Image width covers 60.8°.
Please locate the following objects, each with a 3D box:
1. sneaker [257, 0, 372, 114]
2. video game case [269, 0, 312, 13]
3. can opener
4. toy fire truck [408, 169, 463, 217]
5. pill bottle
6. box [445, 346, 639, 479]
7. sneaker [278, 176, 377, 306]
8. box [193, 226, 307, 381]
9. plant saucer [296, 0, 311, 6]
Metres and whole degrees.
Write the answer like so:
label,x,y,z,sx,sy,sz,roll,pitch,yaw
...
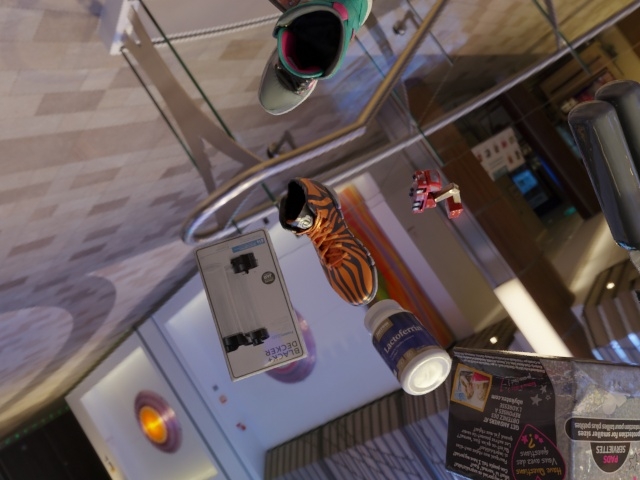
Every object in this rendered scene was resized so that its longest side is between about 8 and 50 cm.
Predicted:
label,x,y,z,sx,sy,sz,roll,pitch,yaw
sneaker,-0.036,-0.307,0.939,0.295,0.123,0.178,-44,-171,36
video game case,-0.059,-0.664,1.239,0.248,0.275,0.035,-50,167,20
can opener,0.335,-0.024,0.537,0.074,0.281,0.093,-36,-165,-13
toy fire truck,0.288,-0.112,1.335,0.135,0.047,0.192,-8,155,0
pill bottle,0.235,0.291,1.540,0.153,0.265,0.153,-13,124,-19
box,0.285,0.200,0.593,0.247,0.142,0.163,10,170,-29
sneaker,0.000,0.000,1.195,0.124,0.321,0.180,-37,157,21
box,-0.147,0.135,1.169,0.169,0.290,0.087,-17,173,-4
plant saucer,-0.024,-0.479,1.194,0.083,0.083,0.015,-41,-166,49
